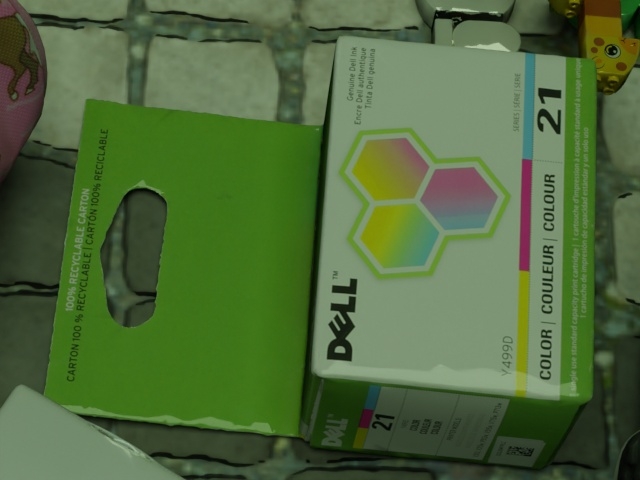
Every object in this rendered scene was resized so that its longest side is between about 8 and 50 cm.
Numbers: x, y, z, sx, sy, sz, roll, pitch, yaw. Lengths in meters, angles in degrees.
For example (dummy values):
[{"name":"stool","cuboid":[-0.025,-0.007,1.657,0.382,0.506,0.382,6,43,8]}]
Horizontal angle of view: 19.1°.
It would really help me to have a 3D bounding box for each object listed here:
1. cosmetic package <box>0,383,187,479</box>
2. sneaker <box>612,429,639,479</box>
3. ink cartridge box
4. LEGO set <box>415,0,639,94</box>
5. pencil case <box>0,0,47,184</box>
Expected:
[{"name":"cosmetic package","cuboid":[-0.149,0.193,0.837,0.117,0.085,0.231,31,64,10]},{"name":"sneaker","cuboid":[0.230,0.178,0.782,0.118,0.110,0.292,-40,97,-13]},{"name":"ink cartridge box","cuboid":[0.000,0.000,0.935,0.255,0.097,0.188,6,64,-3]},{"name":"LEGO set","cuboid":[0.167,-0.108,1.008,0.227,0.087,0.093,3,64,-2]},{"name":"pencil case","cuboid":[-0.250,0.038,0.834,0.160,0.167,0.386,35,53,-23]}]
